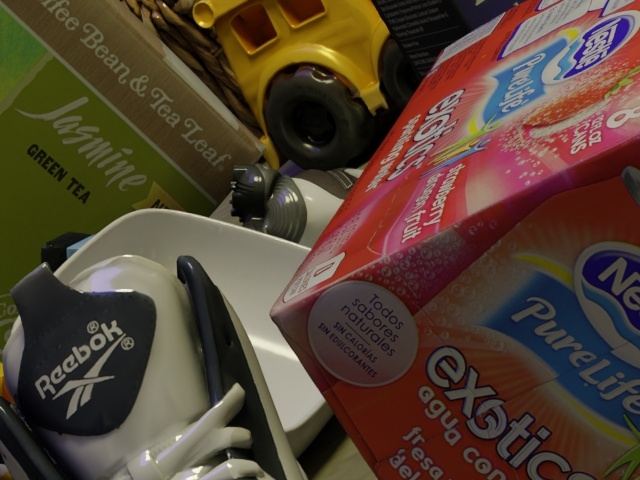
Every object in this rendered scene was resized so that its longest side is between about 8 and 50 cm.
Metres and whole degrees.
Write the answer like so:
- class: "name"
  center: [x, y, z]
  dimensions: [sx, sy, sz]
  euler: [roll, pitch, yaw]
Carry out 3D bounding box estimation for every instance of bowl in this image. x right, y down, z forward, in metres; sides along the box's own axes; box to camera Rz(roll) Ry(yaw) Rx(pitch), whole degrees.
- class: "bowl"
  center: [-0.051, 0.050, 0.858]
  dimensions: [0.142, 0.053, 0.142]
  euler: [17, 35, 16]

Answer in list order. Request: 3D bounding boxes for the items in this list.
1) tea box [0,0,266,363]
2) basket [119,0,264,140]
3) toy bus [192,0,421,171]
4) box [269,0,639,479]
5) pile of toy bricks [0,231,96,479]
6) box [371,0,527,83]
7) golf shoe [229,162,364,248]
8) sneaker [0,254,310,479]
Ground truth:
- class: "tea box"
  center: [-0.258, -0.042, 1.161]
  dimensions: [0.323, 0.220, 0.329]
  euler: [-48, 28, -2]
- class: "basket"
  center: [-0.106, -0.208, 1.632]
  dimensions: [0.223, 0.213, 0.299]
  euler: [-24, 33, 40]
- class: "toy bus"
  center: [0.025, -0.178, 1.327]
  dimensions: [0.220, 0.211, 0.149]
  euler: [-22, 14, 37]
- class: "box"
  center: [0.096, -0.005, 0.633]
  dimensions: [0.128, 0.123, 0.257]
  euler: [-28, 13, 24]
- class: "pile of toy bricks"
  center: [-0.092, 0.067, 0.941]
  dimensions: [0.105, 0.118, 0.212]
  euler: [6, 16, 18]
- class: "box"
  center: [0.104, -0.181, 1.127]
  dimensions: [0.153, 0.207, 0.108]
  euler: [-36, 12, -16]
- class: "golf shoe"
  center: [0.000, 0.000, 1.042]
  dimensions: [0.094, 0.077, 0.198]
  euler: [-1, 0, 0]
- class: "sneaker"
  center: [-0.048, 0.080, 0.595]
  dimensions: [0.094, 0.153, 0.235]
  euler: [-33, 11, 7]
